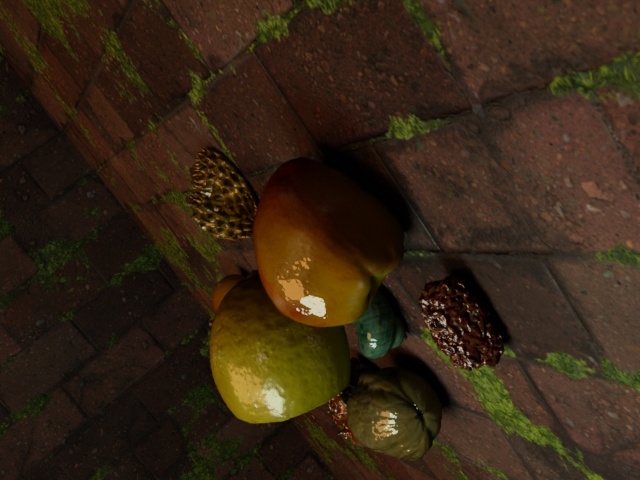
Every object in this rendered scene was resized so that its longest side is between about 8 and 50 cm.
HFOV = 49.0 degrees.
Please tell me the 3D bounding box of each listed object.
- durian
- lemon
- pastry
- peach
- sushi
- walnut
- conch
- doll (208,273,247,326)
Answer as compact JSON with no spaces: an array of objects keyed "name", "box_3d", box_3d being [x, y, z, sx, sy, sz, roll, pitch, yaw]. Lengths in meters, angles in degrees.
[{"name":"durian","box_3d":[-0.270,-0.146,1.928,0.305,0.186,0.195,52,139,18]},{"name":"lemon","box_3d":[-0.107,0.236,1.679,0.364,0.364,0.364,42,160,20]},{"name":"pastry","box_3d":[0.260,0.154,1.307,0.208,0.115,0.097,54,172,-19]},{"name":"peach","box_3d":[-0.003,0.003,1.347,0.308,0.289,0.289,37,158,15]},{"name":"sushi","box_3d":[0.131,0.505,2.130,0.196,0.182,0.343,25,153,37]},{"name":"walnut","box_3d":[0.193,0.442,1.801,0.283,0.227,0.283,46,153,33]},{"name":"conch","box_3d":[0.119,0.187,1.653,0.188,0.122,0.176,59,177,-17]},{"name":"doll","box_3d":[-0.316,0.242,2.524,0.213,0.236,0.213,40,154,24]}]
